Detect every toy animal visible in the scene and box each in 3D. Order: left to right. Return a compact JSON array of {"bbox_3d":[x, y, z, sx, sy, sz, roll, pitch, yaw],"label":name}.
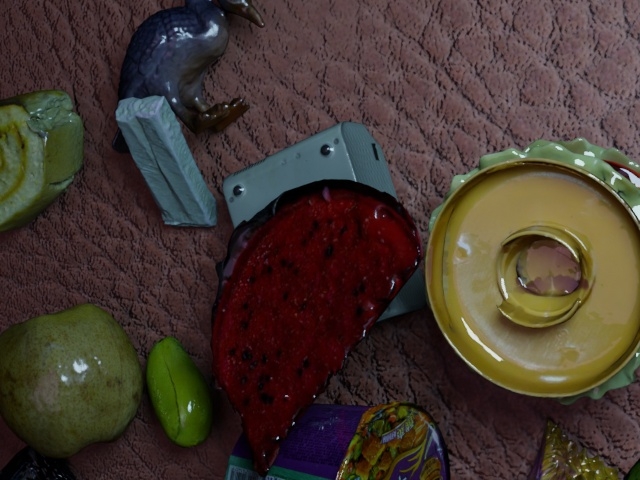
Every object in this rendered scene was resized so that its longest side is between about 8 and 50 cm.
[{"bbox_3d":[-0.191,-0.230,1.361,0.298,0.122,0.185,-33,86,34],"label":"toy animal"}]

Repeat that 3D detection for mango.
[{"bbox_3d":[-0.198,0.216,1.408,0.091,0.074,0.165,-33,63,33],"label":"mango"}]

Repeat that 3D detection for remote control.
[{"bbox_3d":[-0.538,0.487,1.621,0.144,0.062,0.399,49,114,19],"label":"remote control"}]

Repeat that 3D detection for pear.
[{"bbox_3d":[-0.372,0.212,1.439,0.228,0.188,0.211,-25,71,29],"label":"pear"}]

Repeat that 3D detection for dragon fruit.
[{"bbox_3d":[-0.013,0.063,1.146,0.343,0.100,0.282,-55,48,21],"label":"dragon fruit"}]

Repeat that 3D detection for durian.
[{"bbox_3d":[0.251,0.372,1.107,0.153,0.186,0.260,24,117,34],"label":"durian"}]

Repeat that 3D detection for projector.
[{"bbox_3d":[0.000,0.000,1.261,0.198,0.108,0.250,-21,81,30],"label":"projector"}]

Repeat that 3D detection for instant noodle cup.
[{"bbox_3d":[0.014,0.306,1.198,0.190,0.251,0.251,4,94,39],"label":"instant noodle cup"}]

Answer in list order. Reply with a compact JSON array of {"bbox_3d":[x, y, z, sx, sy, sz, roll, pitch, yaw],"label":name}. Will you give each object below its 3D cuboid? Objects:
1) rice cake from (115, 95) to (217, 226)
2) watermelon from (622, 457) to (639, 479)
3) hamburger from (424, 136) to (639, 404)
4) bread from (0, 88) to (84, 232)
[{"bbox_3d":[-0.209,-0.103,1.343,0.085,0.226,0.040,5,49,23],"label":"rice cake"},{"bbox_3d":[0.411,0.312,0.929,0.285,0.285,0.285,1,92,30],"label":"watermelon"},{"bbox_3d":[0.254,0.026,1.051,0.274,0.212,0.274,4,99,26],"label":"hamburger"},{"bbox_3d":[-0.469,-0.127,1.529,0.257,0.124,0.186,-30,83,27],"label":"bread"}]
